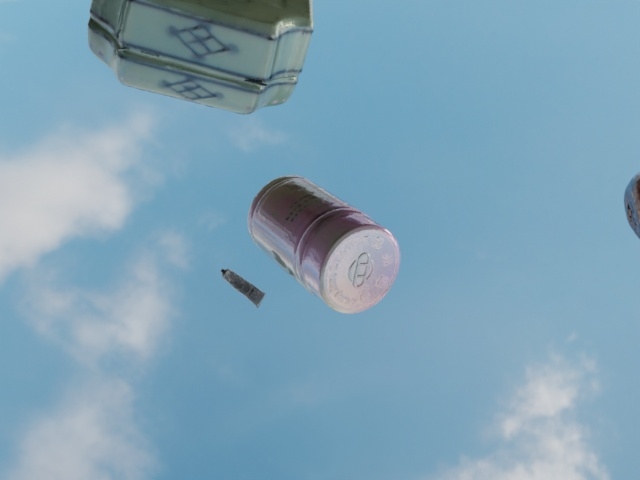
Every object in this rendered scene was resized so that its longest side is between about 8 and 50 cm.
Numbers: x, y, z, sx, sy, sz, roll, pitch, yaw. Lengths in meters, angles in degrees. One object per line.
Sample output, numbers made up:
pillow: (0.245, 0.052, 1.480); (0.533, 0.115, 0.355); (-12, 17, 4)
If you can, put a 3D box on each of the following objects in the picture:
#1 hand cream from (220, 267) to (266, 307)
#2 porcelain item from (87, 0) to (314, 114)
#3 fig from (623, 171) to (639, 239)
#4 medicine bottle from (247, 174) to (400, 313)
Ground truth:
hand cream: (-0.139, 0.081, 1.309); (0.093, 0.019, 0.030); (37, -107, -9)
porcelain item: (-0.157, -0.312, 1.006); (0.281, 0.157, 0.286); (12, -137, -15)
fig: (0.677, -0.075, 1.370); (0.207, 0.175, 0.175); (-18, -132, 7)
medicine bottle: (0.000, 0.000, 1.197); (0.152, 0.152, 0.254); (-32, -145, -15)
